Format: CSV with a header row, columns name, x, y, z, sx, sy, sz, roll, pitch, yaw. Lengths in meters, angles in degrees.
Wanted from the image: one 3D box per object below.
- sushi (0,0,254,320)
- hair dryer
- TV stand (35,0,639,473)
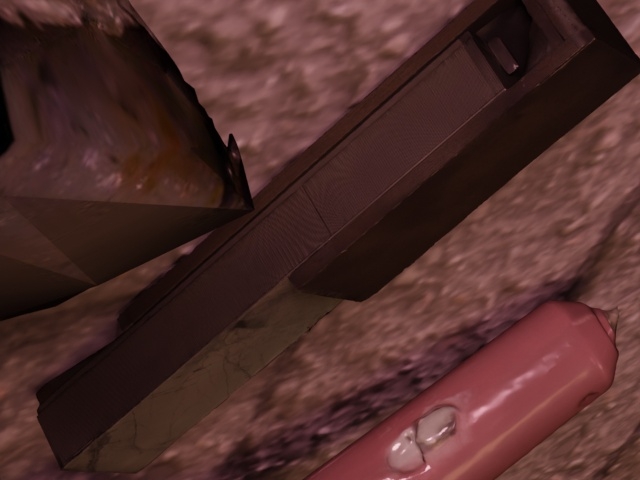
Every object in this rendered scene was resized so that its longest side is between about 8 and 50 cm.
name,x,y,z,sx,sy,sz,roll,pitch,yaw
sushi,-0.168,-0.010,0.428,0.273,0.109,0.134,-24,162,21
hair dryer,-0.005,0.126,0.848,0.352,0.125,0.210,-38,154,-7
TV stand,0.000,0.000,0.675,0.256,0.040,0.049,-41,154,21
